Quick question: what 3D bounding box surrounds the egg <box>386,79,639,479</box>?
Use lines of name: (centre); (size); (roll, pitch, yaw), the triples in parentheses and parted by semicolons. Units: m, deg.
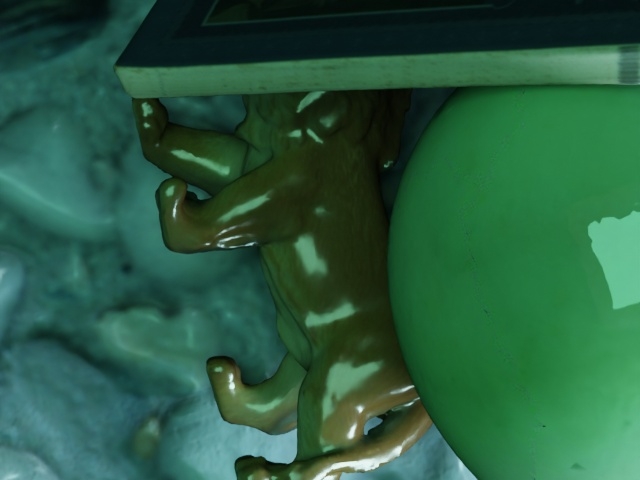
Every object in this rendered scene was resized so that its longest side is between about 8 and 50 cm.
egg: (0.146, 0.029, 0.805); (0.220, 0.220, 0.270); (-19, 117, 4)

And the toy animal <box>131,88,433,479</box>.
toy animal: (0.000, 0.000, 0.889); (0.157, 0.097, 0.312); (-16, 90, -2)

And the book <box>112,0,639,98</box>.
book: (0.057, -0.136, 0.801); (0.269, 0.025, 0.191); (1, 46, 28)
